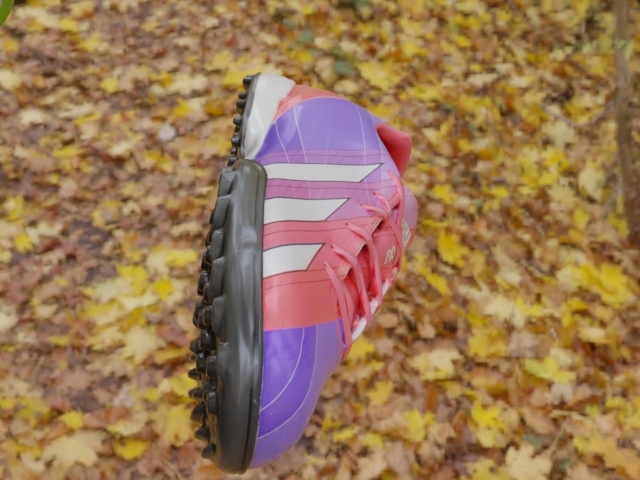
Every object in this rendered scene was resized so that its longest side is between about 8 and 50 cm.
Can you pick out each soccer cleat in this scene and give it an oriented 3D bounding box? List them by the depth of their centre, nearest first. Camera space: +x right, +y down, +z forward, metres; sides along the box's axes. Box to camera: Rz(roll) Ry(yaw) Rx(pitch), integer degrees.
[{"bbox_3d":[0.000,0.000,0.533,0.116,0.109,0.318,11,28,-5],"label":"soccer cleat"}]

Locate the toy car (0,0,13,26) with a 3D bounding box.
[{"bbox_3d":[-0.296,-0.201,0.605,0.155,0.188,0.149,25,57,17],"label":"toy car"}]
